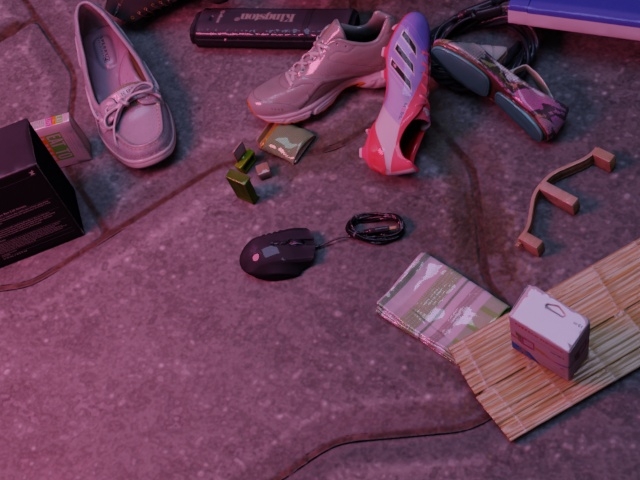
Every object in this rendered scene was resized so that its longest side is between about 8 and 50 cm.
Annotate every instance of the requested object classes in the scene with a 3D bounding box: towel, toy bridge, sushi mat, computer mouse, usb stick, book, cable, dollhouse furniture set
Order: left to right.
[{"bbox_3d":[-0.441,-0.147,1.997,0.144,0.096,0.035,-15,56,6],"label":"book"},{"bbox_3d":[-0.081,-0.132,1.913,0.076,0.058,0.152,26,68,27],"label":"dollhouse furniture set"},{"bbox_3d":[-0.072,-0.338,2.048,0.278,0.045,0.077,4,58,18],"label":"usb stick"},{"bbox_3d":[0.000,0.000,1.820,0.242,0.041,0.071,-16,55,4],"label":"computer mouse"},{"bbox_3d":[0.163,0.089,1.730,0.152,0.023,0.113,33,72,29],"label":"towel"},{"bbox_3d":[0.234,-0.285,1.938,0.184,0.047,0.151,-21,63,4],"label":"cable"},{"bbox_3d":[0.328,-0.059,1.777,0.063,0.026,0.188,33,72,32],"label":"toy bridge"},{"bbox_3d":[0.334,0.122,1.654,0.316,0.019,0.151,-29,66,-3],"label":"sushi mat"}]

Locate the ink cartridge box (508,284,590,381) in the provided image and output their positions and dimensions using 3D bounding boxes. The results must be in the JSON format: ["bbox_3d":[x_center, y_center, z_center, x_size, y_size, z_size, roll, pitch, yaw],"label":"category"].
[{"bbox_3d":[0.283,0.115,1.588,0.088,0.122,0.052,31,75,21],"label":"ink cartridge box"}]

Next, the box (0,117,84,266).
[{"bbox_3d":[-0.510,-0.048,1.901,0.261,0.184,0.103,-21,56,1],"label":"box"}]

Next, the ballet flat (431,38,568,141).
[{"bbox_3d":[0.263,-0.232,1.853,0.221,0.077,0.079,40,75,13],"label":"ballet flat"}]

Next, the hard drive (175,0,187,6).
[{"bbox_3d":[-0.247,-0.462,2.187,0.094,0.022,0.135,-40,58,-11],"label":"hard drive"}]

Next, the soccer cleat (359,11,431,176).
[{"bbox_3d":[0.130,-0.211,1.863,0.095,0.083,0.248,10,79,37],"label":"soccer cleat"}]

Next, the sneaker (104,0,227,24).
[{"bbox_3d":[-0.248,-0.398,2.106,0.222,0.083,0.118,23,109,21],"label":"sneaker"}]

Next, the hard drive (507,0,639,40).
[{"bbox_3d":[0.460,-0.367,1.893,0.318,0.040,0.210,12,45,22],"label":"hard drive"}]

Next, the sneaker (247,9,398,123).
[{"bbox_3d":[0.005,-0.271,1.933,0.262,0.121,0.099,-23,45,-1],"label":"sneaker"}]

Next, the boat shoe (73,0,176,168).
[{"bbox_3d":[-0.318,-0.245,2.021,0.118,0.103,0.320,-24,55,0],"label":"boat shoe"}]
